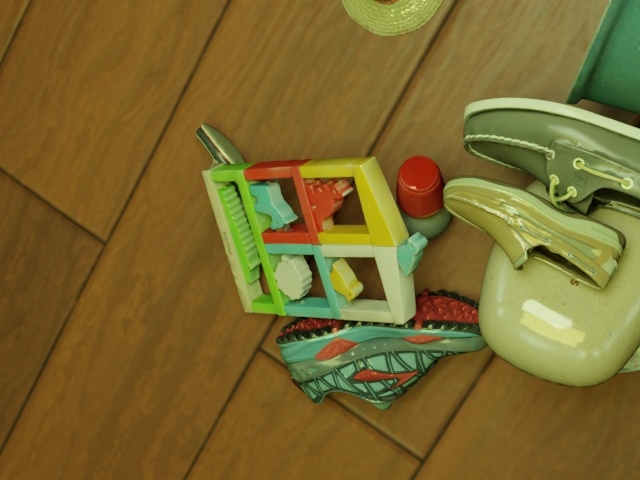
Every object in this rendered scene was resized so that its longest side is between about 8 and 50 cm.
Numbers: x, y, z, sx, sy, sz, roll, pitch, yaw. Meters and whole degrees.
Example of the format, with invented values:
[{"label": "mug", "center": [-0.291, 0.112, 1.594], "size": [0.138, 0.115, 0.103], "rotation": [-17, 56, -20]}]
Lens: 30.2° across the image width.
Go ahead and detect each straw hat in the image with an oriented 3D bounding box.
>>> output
[{"label": "straw hat", "center": [0.077, -0.308, 1.361], "size": [0.145, 0.061, 0.144], "rotation": [2, 97, 19]}]

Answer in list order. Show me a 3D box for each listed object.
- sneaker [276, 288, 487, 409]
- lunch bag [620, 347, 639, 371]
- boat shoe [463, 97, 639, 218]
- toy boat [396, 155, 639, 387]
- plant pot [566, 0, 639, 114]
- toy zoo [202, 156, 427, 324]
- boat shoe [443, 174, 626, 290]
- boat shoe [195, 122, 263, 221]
[{"label": "sneaker", "center": [0.084, 0.135, 1.404], "size": [0.262, 0.104, 0.125], "rotation": [-8, 110, 24]}, {"label": "lunch bag", "center": [0.349, 0.112, 1.304], "size": [0.083, 0.071, 0.053], "rotation": [-19, 91, 21]}, {"label": "boat shoe", "center": [0.279, -0.067, 1.181], "size": [0.305, 0.109, 0.091], "rotation": [16, 80, 17]}, {"label": "toy boat", "center": [0.224, 0.003, 1.300], "size": [0.318, 0.148, 0.267], "rotation": [26, 75, 16]}, {"label": "plant pot", "center": [0.452, -0.225, 1.106], "size": [0.334, 0.341, 0.341], "rotation": [23, 103, 9]}, {"label": "toy zoo", "center": [0.000, 0.000, 1.358], "size": [0.293, 0.030, 0.192], "rotation": [0, 114, 41]}, {"label": "boat shoe", "center": [0.205, -0.005, 1.187], "size": [0.190, 0.068, 0.072], "rotation": [20, 71, 14]}, {"label": "boat shoe", "center": [-0.111, -0.084, 1.462], "size": [0.043, 0.049, 0.137], "rotation": [-41, 86, 21]}]
